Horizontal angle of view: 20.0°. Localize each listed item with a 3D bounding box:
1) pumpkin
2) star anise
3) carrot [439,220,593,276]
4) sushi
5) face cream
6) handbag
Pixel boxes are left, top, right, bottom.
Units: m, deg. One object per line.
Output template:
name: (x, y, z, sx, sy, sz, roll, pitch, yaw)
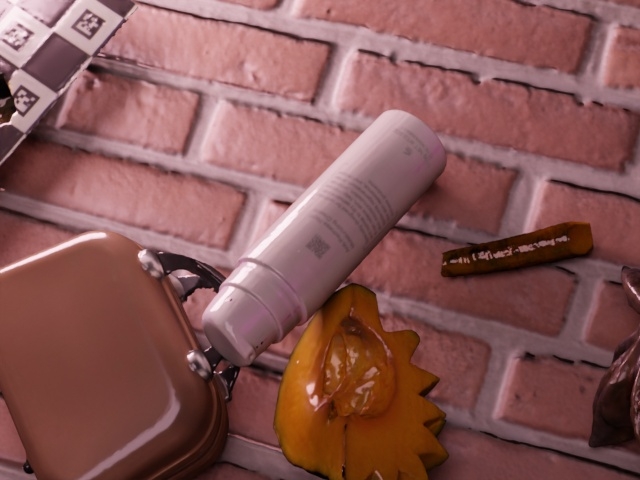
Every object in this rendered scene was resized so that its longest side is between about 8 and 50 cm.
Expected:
pumpkin: (0.042, 0.194, 1.928, 0.149, 0.130, 0.254, -40, 38, 41)
star anise: (0.372, 0.105, 1.833, 0.108, 0.315, 0.315, 25, 70, -23)
carrot: (0.213, 0.011, 1.985, 0.171, 0.042, 0.042, -11, 66, 11)
sushi: (-0.453, -0.229, 2.226, 0.343, 0.064, 0.359, 34, 77, 19)
face cream: (0.000, 0.000, 1.954, 0.102, 0.102, 0.345, 32, 61, 23)
handbag: (-0.211, 0.131, 1.975, 0.283, 0.149, 0.302, -29, 62, 2)
